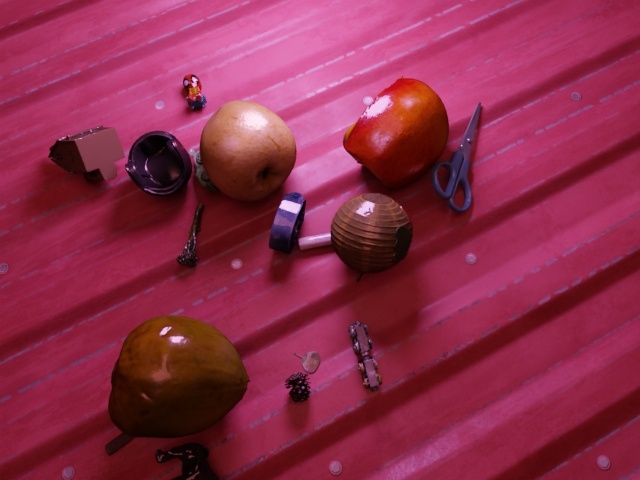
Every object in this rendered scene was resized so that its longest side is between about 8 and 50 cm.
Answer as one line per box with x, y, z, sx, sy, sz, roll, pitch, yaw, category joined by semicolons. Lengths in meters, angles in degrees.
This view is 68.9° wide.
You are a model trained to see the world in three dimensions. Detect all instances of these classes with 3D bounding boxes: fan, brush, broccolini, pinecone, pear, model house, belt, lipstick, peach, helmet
-0.034;0.351;1.392;0.060;0.003;0.080;-35;75;-11;fan
-0.524;0.539;1.325;0.190;0.027;0.034;-37;71;-3;brush
-0.405;-0.023;1.490;0.067;0.058;0.216;7;71;6;broccolini
-0.061;0.419;1.333;0.077;0.077;0.083;-21;77;-6;pinecone
-0.230;-0.282;1.451;0.309;0.309;0.309;0;72;0;pear
-0.802;-0.280;1.543;0.248;0.176;0.181;7;30;25;model house
-0.097;-0.055;1.454;0.082;0.141;0.190;16;70;4;belt
0.000;0.000;1.489;0.141;0.040;0.040;-11;72;-3;lipstick
0.251;-0.323;1.464;0.380;0.306;0.242;-41;69;-17;peach
-0.510;-0.242;1.491;0.189;0.193;0.216;-30;78;-2;helmet

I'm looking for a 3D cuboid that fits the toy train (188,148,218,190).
-0.381;-0.235;1.548;0.081;0.099;0.149;-14;76;19;toy train

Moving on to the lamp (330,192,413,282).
0.148;0.003;1.394;0.250;0.250;0.284;10;113;4;lamp

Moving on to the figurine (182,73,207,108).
-0.446;-0.531;1.651;0.068;0.075;0.140;-15;62;-3;figurine

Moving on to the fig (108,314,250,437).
-0.369;0.365;1.237;0.343;0.343;0.343;0;72;0;fig

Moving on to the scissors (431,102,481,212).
0.481;-0.302;1.560;0.192;0.029;0.447;38;61;-26;scissors

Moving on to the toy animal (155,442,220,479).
-0.345;0.647;1.252;0.146;0.114;0.245;-35;96;-4;toy animal

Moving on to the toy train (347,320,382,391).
0.129;0.335;1.360;0.060;0.081;0.202;-14;79;-3;toy train
